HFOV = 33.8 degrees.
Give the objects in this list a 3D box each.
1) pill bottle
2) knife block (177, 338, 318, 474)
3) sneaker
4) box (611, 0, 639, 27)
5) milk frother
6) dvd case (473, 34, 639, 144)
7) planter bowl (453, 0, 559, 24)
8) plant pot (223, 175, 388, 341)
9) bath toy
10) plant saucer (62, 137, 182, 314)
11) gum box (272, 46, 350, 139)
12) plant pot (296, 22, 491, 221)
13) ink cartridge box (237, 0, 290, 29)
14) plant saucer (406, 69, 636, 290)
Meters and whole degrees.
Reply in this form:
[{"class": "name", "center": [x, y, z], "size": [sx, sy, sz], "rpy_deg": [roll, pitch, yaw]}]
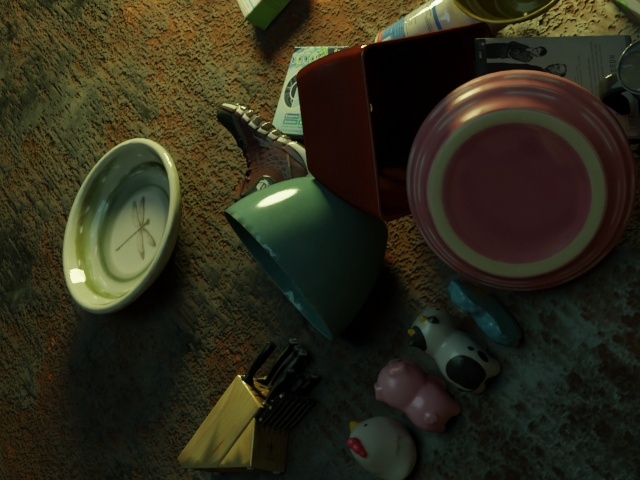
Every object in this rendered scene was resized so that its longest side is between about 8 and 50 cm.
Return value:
[{"class": "pill bottle", "center": [0.212, -0.356, 1.817], "size": [0.222, 0.124, 0.124], "rpy_deg": [-26, 58, 35]}, {"class": "knife block", "center": [-0.131, 0.302, 1.929], "size": [0.276, 0.088, 0.242], "rpy_deg": [-13, 65, 42]}, {"class": "sneaker", "center": [-0.137, -0.151, 2.035], "size": [0.281, 0.106, 0.162], "rpy_deg": [35, 82, 32]}, {"class": "box", "center": [0.501, -0.301, 1.495], "size": [0.038, 0.145, 0.186], "rpy_deg": [-53, 46, 14]}, {"class": "milk frother", "center": [0.476, -0.188, 1.480], "size": [0.129, 0.135, 0.143], "rpy_deg": [-36, 58, 25]}, {"class": "dvd case", "center": [0.355, -0.226, 1.593], "size": [0.239, 0.029, 0.179], "rpy_deg": [-1, 69, 2]}, {"class": "planter bowl", "center": [0.319, -0.418, 1.674], "size": [0.217, 0.090, 0.217], "rpy_deg": [-11, 66, 24]}, {"class": "plant pot", "center": [0.000, 0.000, 1.809], "size": [0.195, 0.290, 0.290], "rpy_deg": [-40, 45, -8]}, {"class": "bath toy", "center": [0.153, 0.225, 1.650], "size": [0.348, 0.129, 0.151], "rpy_deg": [-55, 45, 15]}, {"class": "plant saucer", "center": [-0.416, -0.023, 2.325], "size": [0.401, 0.101, 0.400], "rpy_deg": [-19, 61, 39]}, {"class": "gum box", "center": [-0.012, -0.288, 2.071], "size": [0.157, 0.041, 0.184], "rpy_deg": [11, 82, 47]}, {"class": "plant pot", "center": [0.109, -0.201, 1.707], "size": [0.236, 0.267, 0.267], "rpy_deg": [13, 115, 52]}, {"class": "ink cartridge box", "center": [-0.089, -0.564, 2.238], "size": [0.209, 0.062, 0.109], "rpy_deg": [-43, 48, 24]}, {"class": "plant saucer", "center": [0.284, -0.076, 1.521], "size": [0.332, 0.084, 0.332], "rpy_deg": [5, 109, 14]}]
